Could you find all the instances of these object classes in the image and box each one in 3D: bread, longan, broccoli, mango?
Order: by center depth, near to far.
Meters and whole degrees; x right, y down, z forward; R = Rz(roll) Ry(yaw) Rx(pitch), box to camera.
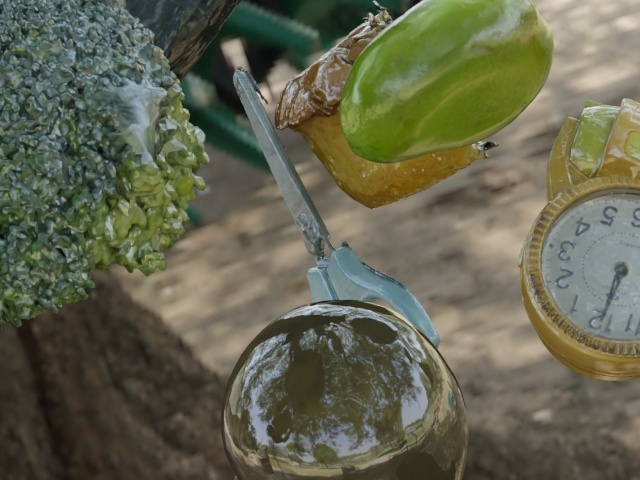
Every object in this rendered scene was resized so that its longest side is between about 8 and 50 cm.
[{"bbox_3d":[-0.171,-0.058,1.064,0.198,0.176,0.226,-17,14,-11],"label":"broccoli"},{"bbox_3d":[0.088,-0.113,1.199,0.163,0.089,0.117,-27,-27,-38],"label":"mango"},{"bbox_3d":[0.010,0.137,1.231,0.159,0.185,0.204,-10,-18,-44],"label":"longan"},{"bbox_3d":[0.046,-0.110,1.596,0.147,0.160,0.260,-37,11,5],"label":"bread"}]

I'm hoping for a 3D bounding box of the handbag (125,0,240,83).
[{"bbox_3d":[-0.125,-0.227,1.271,0.270,0.175,0.088,-56,-6,-4],"label":"handbag"}]

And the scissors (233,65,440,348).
[{"bbox_3d":[0.001,0.000,1.610,0.029,0.360,0.191,-17,-14,-31],"label":"scissors"}]

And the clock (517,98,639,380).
[{"bbox_3d":[0.360,0.012,2.082,0.244,0.317,0.200,17,-22,12],"label":"clock"}]
